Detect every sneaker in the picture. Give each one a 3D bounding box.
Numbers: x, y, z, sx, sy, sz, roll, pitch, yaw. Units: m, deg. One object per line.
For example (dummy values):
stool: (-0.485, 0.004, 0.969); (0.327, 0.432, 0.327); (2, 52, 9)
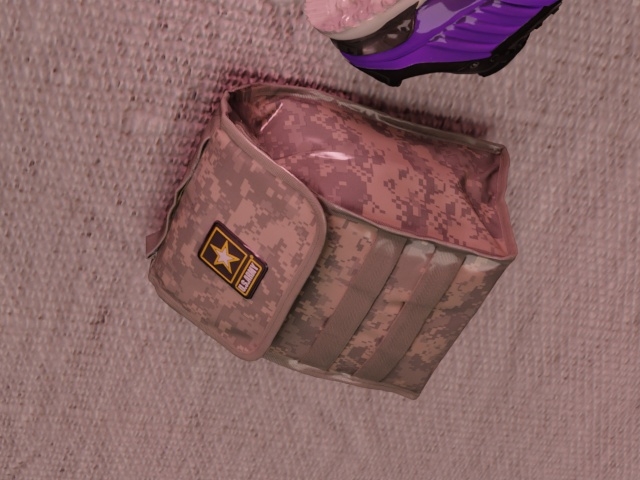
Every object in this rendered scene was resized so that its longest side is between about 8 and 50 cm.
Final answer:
sneaker: (0.146, -0.208, 1.199); (0.293, 0.102, 0.146); (-20, 140, 19)

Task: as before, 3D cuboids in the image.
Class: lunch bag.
lunch bag: (0.000, 0.000, 1.344); (0.287, 0.169, 0.235); (15, 136, -14)
